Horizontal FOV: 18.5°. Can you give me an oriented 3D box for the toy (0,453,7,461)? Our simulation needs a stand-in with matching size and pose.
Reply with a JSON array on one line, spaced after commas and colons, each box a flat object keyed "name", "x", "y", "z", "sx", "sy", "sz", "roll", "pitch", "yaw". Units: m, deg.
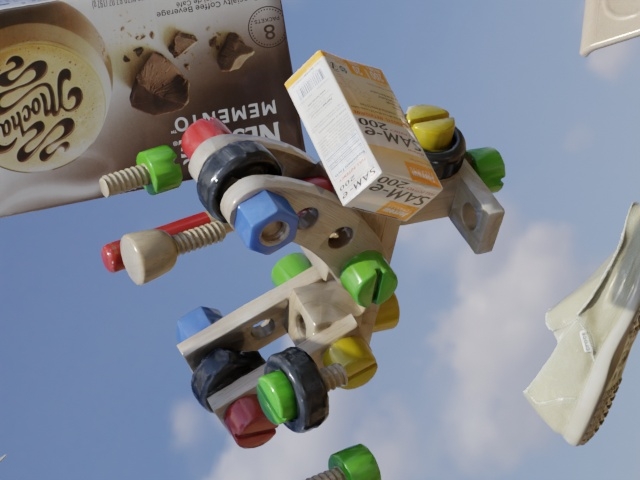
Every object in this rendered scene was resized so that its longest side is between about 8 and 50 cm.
[{"name": "toy", "x": -0.396, "y": 0.302, "z": 1.866, "sx": 0.056, "sy": 0.237, "sz": 0.137, "roll": 56, "pitch": -160, "yaw": -8}]

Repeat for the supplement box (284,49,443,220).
[{"name": "supplement box", "x": 0.026, "y": -0.064, "z": 1.197, "sx": 0.036, "sy": 0.098, "sz": 0.062, "roll": -42, "pitch": -32, "yaw": 28}]

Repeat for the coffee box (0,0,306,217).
[{"name": "coffee box", "x": -0.175, "y": -0.126, "z": 1.613, "sx": 0.119, "sy": 0.297, "sz": 0.168, "roll": -143, "pitch": 43, "yaw": -74}]

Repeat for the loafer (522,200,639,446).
[{"name": "loafer", "x": 0.277, "y": 0.075, "z": 1.978, "sx": 0.268, "sy": 0.092, "sz": 0.102, "roll": -69, "pitch": -16, "yaw": 10}]

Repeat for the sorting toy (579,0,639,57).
[{"name": "sorting toy", "x": 0.349, "y": -0.280, "z": 1.919, "sx": 0.038, "sy": 0.208, "sz": 0.193, "roll": 37, "pitch": -131, "yaw": -35}]

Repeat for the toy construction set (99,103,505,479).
[{"name": "toy construction set", "x": 0.000, "y": 0.000, "z": 1.446, "sx": 0.237, "sy": 0.309, "sz": 0.257, "roll": -20, "pitch": -66, "yaw": -24}]
